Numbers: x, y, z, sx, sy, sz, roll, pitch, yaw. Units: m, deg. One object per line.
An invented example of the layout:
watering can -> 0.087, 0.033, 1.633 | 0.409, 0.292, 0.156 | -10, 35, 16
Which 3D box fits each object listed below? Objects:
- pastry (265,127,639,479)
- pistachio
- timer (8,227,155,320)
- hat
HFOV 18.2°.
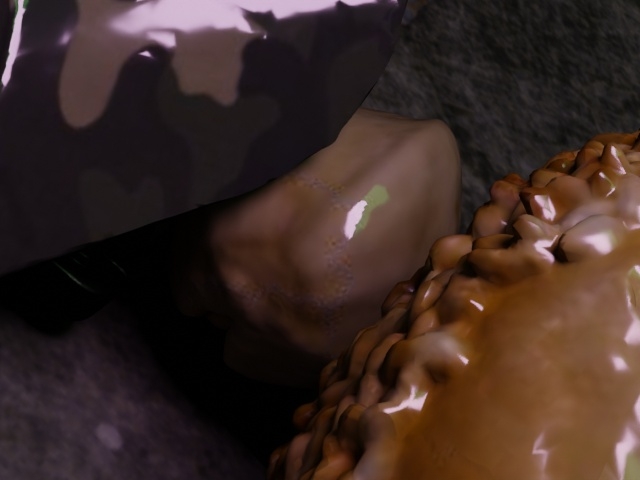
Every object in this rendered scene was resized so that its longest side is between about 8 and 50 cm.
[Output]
pastry -> 0.133, 0.106, 0.840 | 0.245, 0.409, 0.409 | 45, 34, 20
pistachio -> 0.000, 0.000, 0.965 | 0.137, 0.153, 0.238 | 60, -6, 1
timer -> -0.137, -0.056, 0.967 | 0.144, 0.055, 0.187 | 43, 34, -14
hat -> -0.167, -0.137, 0.812 | 0.366, 0.382, 0.257 | 66, 4, 24
